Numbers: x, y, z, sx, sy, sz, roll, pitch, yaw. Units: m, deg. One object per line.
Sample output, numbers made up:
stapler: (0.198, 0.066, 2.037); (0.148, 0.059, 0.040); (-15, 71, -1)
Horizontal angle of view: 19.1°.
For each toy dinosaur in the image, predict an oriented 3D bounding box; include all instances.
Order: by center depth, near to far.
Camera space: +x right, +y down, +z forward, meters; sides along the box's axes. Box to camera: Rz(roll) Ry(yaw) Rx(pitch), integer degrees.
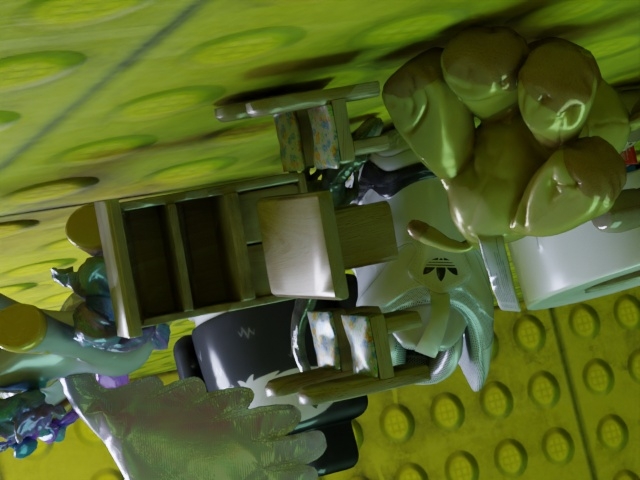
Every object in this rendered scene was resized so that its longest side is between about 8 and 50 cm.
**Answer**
toy dinosaur: (0.000, 0.000, 1.641); (0.064, 0.268, 0.118); (5, -153, -8)

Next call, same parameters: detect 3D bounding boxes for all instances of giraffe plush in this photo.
giraffe plush: (0.166, -0.079, 1.387); (0.181, 0.210, 0.170); (17, -143, 31)

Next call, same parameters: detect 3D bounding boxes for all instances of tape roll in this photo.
tape roll: (0.347, -0.009, 2.094); (0.286, 0.100, 0.286); (-15, 173, -2)

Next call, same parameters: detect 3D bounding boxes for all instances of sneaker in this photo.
sneaker: (0.077, 0.041, 1.754); (0.137, 0.210, 0.366); (4, 165, -6)

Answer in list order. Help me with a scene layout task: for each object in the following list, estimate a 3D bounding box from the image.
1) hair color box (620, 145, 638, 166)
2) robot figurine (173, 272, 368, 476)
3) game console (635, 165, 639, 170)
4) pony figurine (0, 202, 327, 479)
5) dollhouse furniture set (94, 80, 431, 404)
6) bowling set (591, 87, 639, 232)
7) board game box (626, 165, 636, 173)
hair color box: (0.251, -0.086, 1.916); (0.072, 0.043, 0.141); (-18, 171, 41)
robot figurine: (-0.046, 0.133, 2.120); (0.209, 0.278, 0.173); (-16, 171, -15)
game console: (0.527, -0.108, 2.286); (0.361, 0.044, 0.213); (-18, 173, 38)
pony figurine: (-0.191, 0.081, 1.655); (0.351, 0.303, 0.363); (-7, 159, 9)
dollhouse furniture set: (-0.052, 0.008, 1.385); (0.161, 0.212, 0.242); (-11, -177, -19)
bowling set: (0.332, -0.056, 1.725); (0.154, 0.200, 0.287); (-11, 177, -30)
board game box: (0.229, -0.053, 2.116); (0.210, 0.047, 0.160); (-17, 172, 29)
